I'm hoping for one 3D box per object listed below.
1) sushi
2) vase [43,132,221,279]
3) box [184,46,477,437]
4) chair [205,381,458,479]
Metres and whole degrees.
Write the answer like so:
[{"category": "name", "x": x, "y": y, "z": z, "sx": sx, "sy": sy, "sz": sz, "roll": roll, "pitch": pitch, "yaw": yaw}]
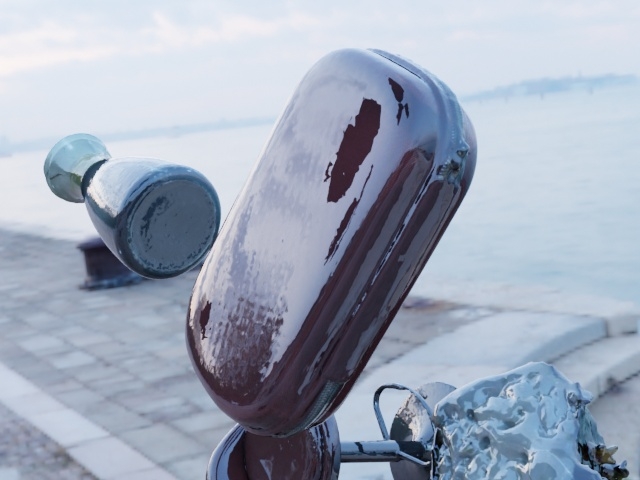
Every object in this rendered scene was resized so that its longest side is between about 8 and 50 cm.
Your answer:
[{"category": "sushi", "x": 0.247, "y": 0.313, "z": 1.121, "sx": 0.234, "sy": 0.348, "sz": 0.207, "roll": -10, "pitch": -41, "yaw": 32}, {"category": "vase", "x": -0.304, "y": -0.071, "z": 1.556, "sx": 0.173, "sy": 0.173, "sz": 0.321, "roll": -11, "pitch": 25, "yaw": -35}, {"category": "box", "x": 0.000, "y": 0.000, "z": 1.025, "sx": 0.108, "sy": 0.404, "sz": 0.263, "roll": 20, "pitch": 15, "yaw": -36}, {"category": "chair", "x": 0.042, "y": 0.324, "z": 1.529, "sx": 0.401, "sy": 0.226, "sz": 0.226, "roll": 7, "pitch": -3, "yaw": -39}]
